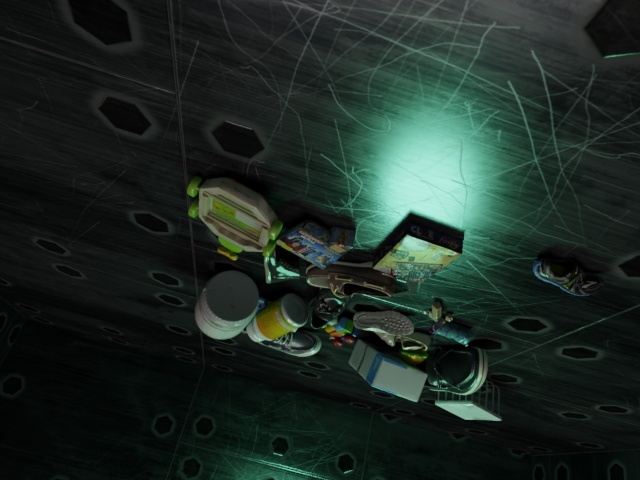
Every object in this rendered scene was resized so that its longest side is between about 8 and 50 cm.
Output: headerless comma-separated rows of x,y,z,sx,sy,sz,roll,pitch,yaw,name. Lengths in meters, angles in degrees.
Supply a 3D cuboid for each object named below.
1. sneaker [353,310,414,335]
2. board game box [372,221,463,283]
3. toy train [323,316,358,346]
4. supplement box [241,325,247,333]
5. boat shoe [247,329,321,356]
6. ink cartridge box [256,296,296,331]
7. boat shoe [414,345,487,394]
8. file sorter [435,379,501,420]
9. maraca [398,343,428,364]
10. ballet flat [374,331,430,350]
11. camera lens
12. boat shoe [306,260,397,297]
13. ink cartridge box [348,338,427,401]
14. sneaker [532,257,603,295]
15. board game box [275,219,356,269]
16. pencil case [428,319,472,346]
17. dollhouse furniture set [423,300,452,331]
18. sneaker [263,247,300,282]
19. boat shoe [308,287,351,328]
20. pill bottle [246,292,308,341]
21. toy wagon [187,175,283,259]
0.248,0.319,1.826,0.235,0.090,0.095,7,164,21,sneaker
0.269,0.043,1.343,0.165,0.042,0.243,19,151,-9,board game box
0.044,0.369,1.978,0.143,0.105,0.248,32,148,-17,toy train
-0.397,0.431,2.347,0.083,0.043,0.055,7,149,13,supplement box
-0.177,0.455,2.190,0.341,0.127,0.158,3,160,21,boat shoe
-0.191,0.327,2.063,0.224,0.045,0.223,18,152,-6,ink cartridge box
0.530,0.550,1.996,0.156,0.186,0.500,14,157,-12,boat shoe
0.711,0.736,2.251,0.193,0.173,0.278,-17,139,42,file sorter
0.388,0.469,1.970,0.127,0.099,0.186,4,174,8,maraca
0.322,0.398,1.917,0.248,0.086,0.086,9,151,10,ballet flat
-0.364,0.252,1.824,0.219,0.219,0.274,21,151,-12,camera lens
0.089,0.132,1.528,0.324,0.096,0.116,-1,148,26,boat shoe
0.284,0.554,2.046,0.223,0.129,0.307,22,178,-15,ink cartridge box
0.653,0.092,1.229,0.188,0.067,0.078,20,158,-4,sneaker
0.000,0.000,1.371,0.194,0.060,0.194,31,147,-27,board game box
0.486,0.339,1.753,0.152,0.064,0.070,22,134,-14,pencil case
0.410,0.241,1.672,0.081,0.091,0.114,42,151,47,dollhouse furniture set
-0.125,0.057,1.534,0.118,0.083,0.222,-4,145,-5,sneaker
0.026,0.251,1.753,0.127,0.113,0.340,21,151,-14,boat shoe
-0.180,0.318,1.882,0.246,0.136,0.136,-32,130,32,pill bottle
-0.248,-0.049,1.350,0.267,0.068,0.344,29,151,1,toy wagon
